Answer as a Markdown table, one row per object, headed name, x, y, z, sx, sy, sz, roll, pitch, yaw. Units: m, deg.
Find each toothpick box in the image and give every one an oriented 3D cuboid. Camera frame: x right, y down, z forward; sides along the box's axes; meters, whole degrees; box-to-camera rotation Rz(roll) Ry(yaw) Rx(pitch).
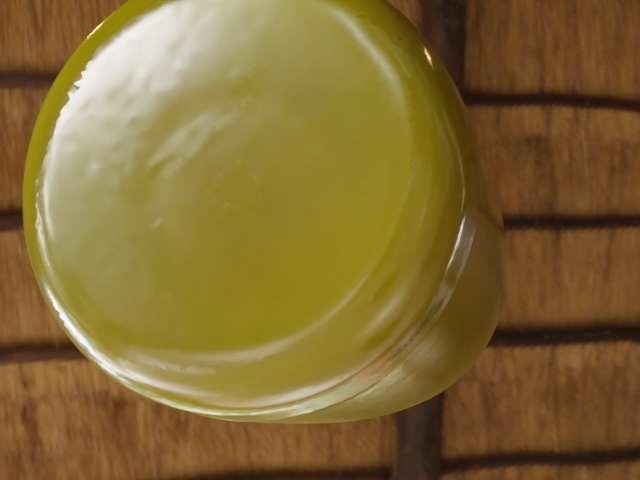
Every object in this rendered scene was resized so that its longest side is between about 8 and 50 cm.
| name | x | y | z | sx | sy | sz | roll | pitch | yaw |
| --- | --- | --- | --- | --- | --- | --- | --- | --- | --- |
| toothpick box | 0.000 | 0.000 | 0.553 | 0.175 | 0.175 | 0.271 | -27 | -17 | 9 |
